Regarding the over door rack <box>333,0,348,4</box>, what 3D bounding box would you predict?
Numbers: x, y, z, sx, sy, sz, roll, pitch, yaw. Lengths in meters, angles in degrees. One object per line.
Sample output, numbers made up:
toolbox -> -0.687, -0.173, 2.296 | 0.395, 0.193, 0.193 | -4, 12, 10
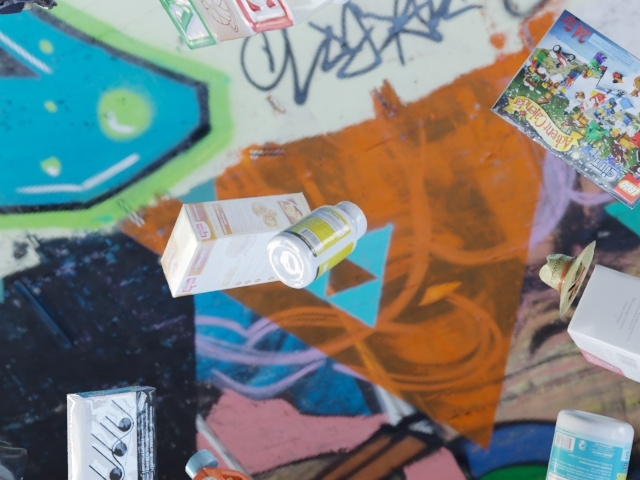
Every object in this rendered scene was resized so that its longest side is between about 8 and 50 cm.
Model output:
over door rack -> 0.080, -0.284, 0.672 | 0.240, 0.108, 0.324 | -24, -164, -18

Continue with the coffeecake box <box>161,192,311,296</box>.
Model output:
coffeecake box -> -0.119, 0.006, 1.110 | 0.186, 0.142, 0.068 | -8, -121, -32

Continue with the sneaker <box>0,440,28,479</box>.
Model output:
sneaker -> -0.361, 0.133, 0.650 | 0.107, 0.283, 0.124 | 7, -138, 44

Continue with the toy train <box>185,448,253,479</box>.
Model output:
toy train -> -0.015, 0.199, 0.468 | 0.166, 0.125, 0.046 | 37, -90, 26

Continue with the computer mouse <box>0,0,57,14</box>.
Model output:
computer mouse -> -0.245, -0.134, 0.455 | 0.071, 0.041, 0.242 | 8, -160, 25

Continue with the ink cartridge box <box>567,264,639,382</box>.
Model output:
ink cartridge box -> 0.318, 0.096, 0.632 | 0.198, 0.115, 0.067 | 22, -100, 32

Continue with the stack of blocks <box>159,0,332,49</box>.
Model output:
stack of blocks -> -0.094, -0.243, 0.362 | 0.087, 0.297, 0.171 | -41, -155, -19

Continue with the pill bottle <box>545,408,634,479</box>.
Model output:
pill bottle -> 0.522, 0.477, 1.524 | 0.146, 0.146, 0.263 | 8, -96, 48

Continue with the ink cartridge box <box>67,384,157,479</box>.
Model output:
ink cartridge box -> -0.248, 0.283, 0.924 | 0.097, 0.206, 0.046 | 2, 176, -42

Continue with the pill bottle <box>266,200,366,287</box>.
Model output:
pill bottle -> 0.000, 0.000, 0.853 | 0.065, 0.065, 0.116 | 0, -156, 42

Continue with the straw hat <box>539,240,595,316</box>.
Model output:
straw hat -> 0.395, 0.052, 1.265 | 0.061, 0.144, 0.144 | 26, -125, 25

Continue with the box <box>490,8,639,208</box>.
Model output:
box -> 0.370, -0.174, 1.024 | 0.159, 0.233, 0.044 | -56, 175, 24
